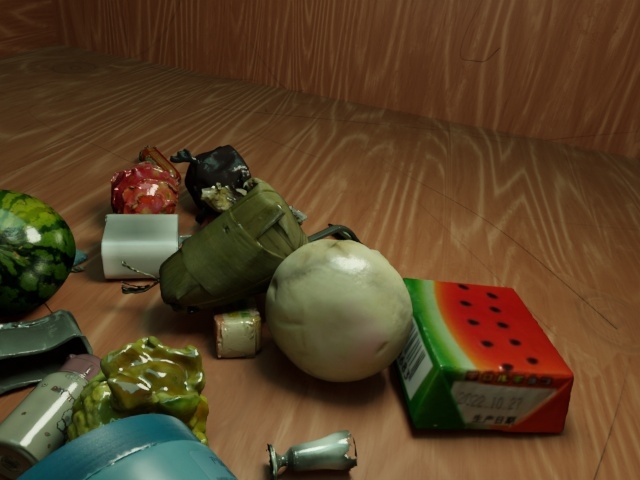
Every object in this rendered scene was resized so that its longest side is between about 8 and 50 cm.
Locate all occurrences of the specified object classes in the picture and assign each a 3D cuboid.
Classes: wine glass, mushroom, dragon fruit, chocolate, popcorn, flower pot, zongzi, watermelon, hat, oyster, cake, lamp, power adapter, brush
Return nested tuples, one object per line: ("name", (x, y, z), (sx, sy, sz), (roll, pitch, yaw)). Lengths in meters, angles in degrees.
("wine glass", (-0.017, 0.391, 0.918), (0.156, 0.072, 0.072), (-3, 33, -17))
("mushroom", (0.039, 0.172, 1.109), (0.315, 0.356, 0.315), (-4, 52, 5))
("dragon fruit", (-0.527, -0.136, 1.531), (0.210, 0.205, 0.268), (40, 2, -15))
("chocolate", (0.339, 0.241, 1.153), (0.342, 0.161, 0.360), (6, 31, -10))
("popcorn", (-0.299, 0.294, 0.857), (0.224, 0.270, 0.257), (4, 76, -1))
("flower pot", (-0.591, 0.224, 1.016), (0.229, 0.103, 0.108), (-16, 38, -33))
("zongzi", (-0.199, 0.106, 1.228), (0.447, 0.418, 0.181), (-34, 46, 8))
("watermelon", (-0.705, 0.027, 1.139), (0.285, 0.285, 0.285), (6, 31, -4))
("hat", (-0.375, -0.190, 1.632), (0.209, 0.238, 0.336), (-13, 23, -27))
("oyster", (-0.179, -0.088, 1.478), (0.271, 0.100, 0.275), (11, -5, 27))
("cake", (-0.204, 0.172, 1.211), (0.110, 0.090, 0.225), (-5, 32, -13))
("lamp", (0.002, -0.007, 1.525), (0.283, 0.124, 0.203), (-12, 27, -34))
("power adapter", (-0.447, 0.014, 1.376), (0.255, 0.124, 0.187), (0, 34, -15))
("brush", (-0.727, 0.025, 1.390), (0.196, 0.021, 0.070), (19, 34, 22))

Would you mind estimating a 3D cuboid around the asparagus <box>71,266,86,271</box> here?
("asparagus", (-0.672, 0.076, 1.321), (0.114, 0.015, 0.014), (1, -2, -16))

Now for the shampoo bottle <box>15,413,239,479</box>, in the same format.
("shampoo bottle", (-0.177, 0.433, 0.560), (0.343, 0.331, 0.331), (32, 38, 31))

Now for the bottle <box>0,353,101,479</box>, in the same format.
("bottle", (-0.474, 0.302, 0.912), (0.110, 0.109, 0.233), (13, 31, 7))

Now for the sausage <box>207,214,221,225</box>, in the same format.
("sausage", (-0.242, 0.026, 1.429), (0.102, 0.102, 0.330), (-6, 33, -23))

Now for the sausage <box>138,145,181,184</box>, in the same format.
("sausage", (-0.569, -0.259, 1.833), (0.083, 0.083, 0.264), (-16, 40, -35))
